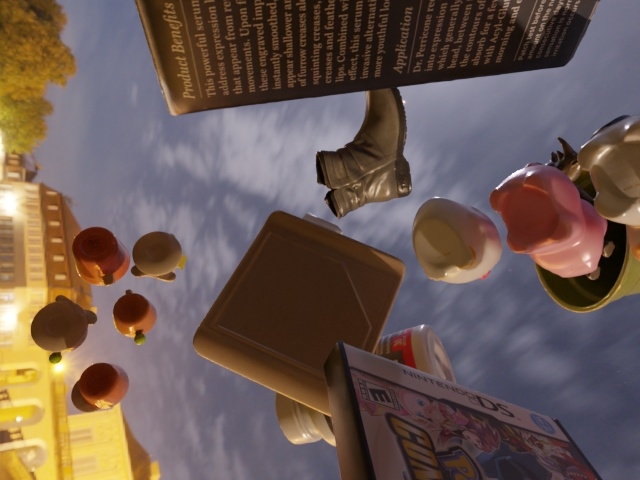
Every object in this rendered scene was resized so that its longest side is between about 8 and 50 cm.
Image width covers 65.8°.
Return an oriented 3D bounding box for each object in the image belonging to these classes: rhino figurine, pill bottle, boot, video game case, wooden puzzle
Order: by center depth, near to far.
[{"bbox_3d":[0.132,0.195,0.341,0.035,0.249,0.274,-63,-165,18],"label":"video game case"},{"bbox_3d":[-0.022,0.091,0.682,0.044,0.221,0.238,96,19,-60],"label":"wooden puzzle"},{"bbox_3d":[0.405,-0.056,0.812,0.106,0.073,0.243,36,-27,60],"label":"rhino figurine"},{"bbox_3d":[0.066,-0.166,0.869,0.083,0.161,0.246,-137,-147,-67],"label":"boot"},{"bbox_3d":[0.082,0.286,0.935,0.319,0.176,0.176,-22,-113,19],"label":"pill bottle"}]

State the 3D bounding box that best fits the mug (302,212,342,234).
[{"bbox_3d":[0.001,-0.004,0.802,0.078,0.064,0.062,77,31,-68],"label":"mug"}]

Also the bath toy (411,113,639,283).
[{"bbox_3d":[0.259,-0.028,0.508,0.348,0.129,0.151,-20,-89,45],"label":"bath toy"}]

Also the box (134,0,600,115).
[{"bbox_3d":[0.027,-0.311,0.462,0.211,0.396,0.293,92,-13,-53],"label":"box"}]

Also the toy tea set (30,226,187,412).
[{"bbox_3d":[-0.378,0.127,0.882,0.124,0.200,0.335,116,-10,-64],"label":"toy tea set"}]

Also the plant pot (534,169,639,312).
[{"bbox_3d":[0.599,-0.005,0.948,0.276,0.254,0.275,179,-90,-81],"label":"plant pot"}]
